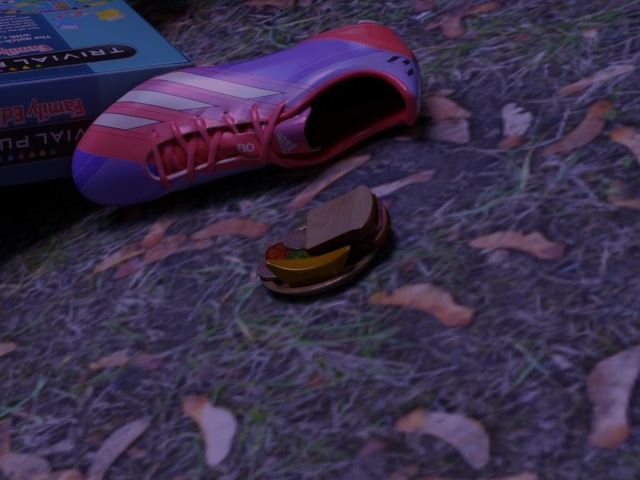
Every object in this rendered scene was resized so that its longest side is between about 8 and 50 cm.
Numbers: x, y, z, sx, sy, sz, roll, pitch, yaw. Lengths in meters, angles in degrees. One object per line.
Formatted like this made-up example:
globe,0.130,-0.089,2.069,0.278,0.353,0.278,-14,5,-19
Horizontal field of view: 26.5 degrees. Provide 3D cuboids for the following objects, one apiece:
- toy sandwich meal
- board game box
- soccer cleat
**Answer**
toy sandwich meal,0.000,0.000,0.790,0.085,0.029,0.086,-18,30,10
board game box,-0.273,-0.141,1.049,0.253,0.079,0.336,-10,30,-23
soccer cleat,-0.051,-0.076,0.906,0.248,0.083,0.095,-19,34,2
